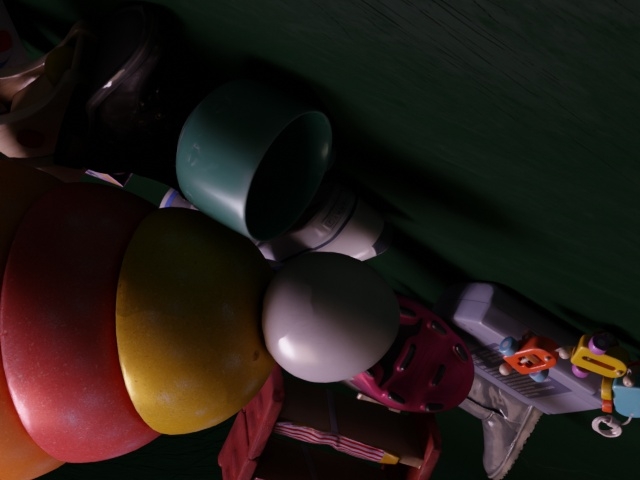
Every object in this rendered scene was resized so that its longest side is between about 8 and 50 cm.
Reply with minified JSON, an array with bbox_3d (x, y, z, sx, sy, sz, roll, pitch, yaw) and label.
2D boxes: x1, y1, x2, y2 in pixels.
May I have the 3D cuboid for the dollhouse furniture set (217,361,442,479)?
[{"bbox_3d":[0.000,0.179,1.861,0.201,0.152,0.374,19,-159,-13],"label":"dollhouse furniture set"}]

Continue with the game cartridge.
[{"bbox_3d":[0.213,0.119,1.783,0.196,0.060,0.294,28,170,-2],"label":"game cartridge"}]

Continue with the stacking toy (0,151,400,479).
[{"bbox_3d":[-0.159,0.081,1.498,0.480,0.350,0.350,0,157,23],"label":"stacking toy"}]

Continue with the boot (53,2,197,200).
[{"bbox_3d":[-0.115,-0.111,1.527,0.229,0.091,0.263,17,151,-17],"label":"boot"}]

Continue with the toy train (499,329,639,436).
[{"bbox_3d":[0.263,0.127,1.604,0.166,0.046,0.125,37,142,-23],"label":"toy train"}]

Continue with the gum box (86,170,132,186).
[{"bbox_3d":[-0.320,-0.149,2.024,0.107,0.062,0.188,20,165,48],"label":"gum box"}]

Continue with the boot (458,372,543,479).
[{"bbox_3d":[0.173,0.196,2.058,0.209,0.076,0.189,24,126,4],"label":"boot"}]

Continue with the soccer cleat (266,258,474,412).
[{"bbox_3d":[0.009,0.087,1.719,0.331,0.116,0.143,22,-179,-22],"label":"soccer cleat"}]

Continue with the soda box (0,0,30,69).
[{"bbox_3d":[-0.367,-0.196,1.756,0.074,0.069,0.216,22,152,22],"label":"soda box"}]

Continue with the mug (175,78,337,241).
[{"bbox_3d":[-0.062,-0.072,1.433,0.097,0.129,0.158,28,169,23],"label":"mug"}]

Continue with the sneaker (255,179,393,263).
[{"bbox_3d":[0.000,0.000,1.708,0.091,0.094,0.258,36,169,-12],"label":"sneaker"}]

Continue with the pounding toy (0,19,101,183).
[{"bbox_3d":[-0.297,-0.157,1.688,0.154,0.154,0.269,25,143,-28],"label":"pounding toy"}]

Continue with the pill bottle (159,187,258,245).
[{"bbox_3d":[-0.133,-0.018,2.066,0.137,0.078,0.078,26,169,29],"label":"pill bottle"}]
